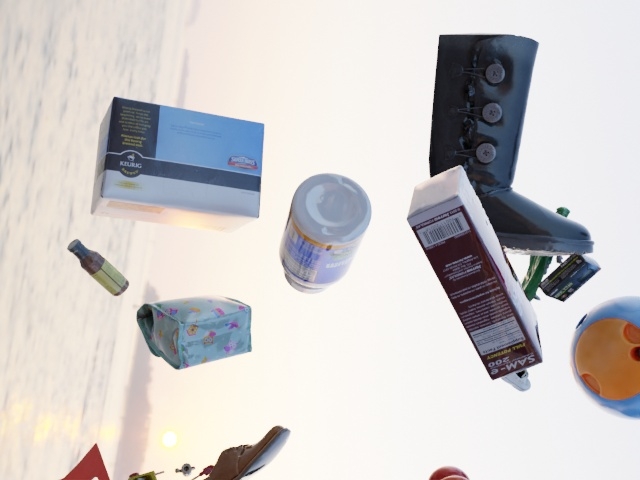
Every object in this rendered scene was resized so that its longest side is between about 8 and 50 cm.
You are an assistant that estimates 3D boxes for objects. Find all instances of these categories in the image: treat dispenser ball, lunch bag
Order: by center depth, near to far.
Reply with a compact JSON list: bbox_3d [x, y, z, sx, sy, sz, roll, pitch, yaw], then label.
[{"bbox_3d":[0.728,0.273,1.890,0.288,0.288,0.288,-171,-90,-78],"label":"treat dispenser ball"},{"bbox_3d":[-0.335,0.222,2.123,0.262,0.224,0.160,18,-68,51],"label":"lunch bag"}]

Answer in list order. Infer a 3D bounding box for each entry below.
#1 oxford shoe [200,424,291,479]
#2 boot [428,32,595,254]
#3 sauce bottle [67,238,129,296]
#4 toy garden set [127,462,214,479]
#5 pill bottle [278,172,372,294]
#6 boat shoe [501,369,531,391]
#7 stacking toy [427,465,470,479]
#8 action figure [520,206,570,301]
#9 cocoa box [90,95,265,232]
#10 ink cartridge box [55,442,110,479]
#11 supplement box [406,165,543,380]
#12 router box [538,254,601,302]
[{"bbox_3d":[-0.141,0.394,1.457,0.212,0.076,0.076,-44,-115,12],"label":"oxford shoe"},{"bbox_3d":[0.403,-0.198,1.683,0.146,0.367,0.444,143,-48,-83],"label":"boot"},{"bbox_3d":[-0.393,0.046,1.431,0.042,0.128,0.042,-25,-146,19],"label":"sauce bottle"},{"bbox_3d":[-0.342,0.630,1.963,0.049,0.244,0.203,98,-28,-56],"label":"toy garden set"},{"bbox_3d":[0.000,0.000,1.579,0.272,0.152,0.152,108,-14,-60],"label":"pill bottle"},{"bbox_3d":[0.353,0.241,1.440,0.035,0.100,0.035,-35,-136,26],"label":"boat shoe"},{"bbox_3d":[0.250,0.484,1.450,0.330,0.141,0.141,-148,-112,-86],"label":"stacking toy"},{"bbox_3d":[0.545,0.027,1.952,0.137,0.064,0.232,-95,-159,-73],"label":"action figure"},{"bbox_3d":[-0.326,-0.163,1.839,0.231,0.347,0.227,159,-64,-66],"label":"cocoa box"},{"bbox_3d":[-0.653,0.686,1.897,0.385,0.091,0.308,-45,-142,0],"label":"ink cartridge box"},{"bbox_3d":[0.196,0.039,1.020,0.239,0.073,0.130,61,20,-15],"label":"supplement box"},{"bbox_3d":[0.568,0.083,1.846,0.122,0.092,0.038,-48,-130,21],"label":"router box"}]
